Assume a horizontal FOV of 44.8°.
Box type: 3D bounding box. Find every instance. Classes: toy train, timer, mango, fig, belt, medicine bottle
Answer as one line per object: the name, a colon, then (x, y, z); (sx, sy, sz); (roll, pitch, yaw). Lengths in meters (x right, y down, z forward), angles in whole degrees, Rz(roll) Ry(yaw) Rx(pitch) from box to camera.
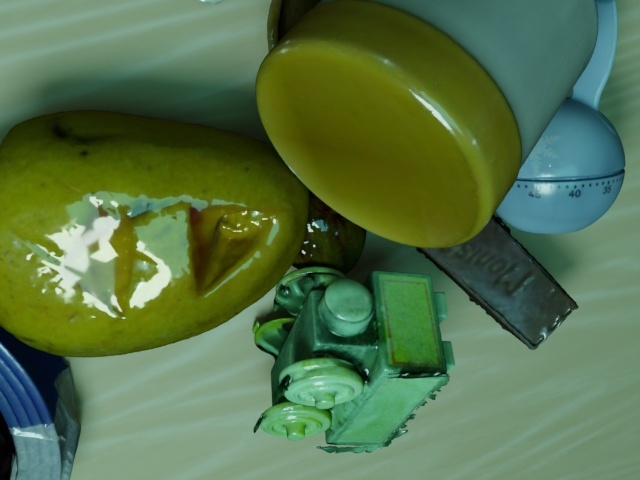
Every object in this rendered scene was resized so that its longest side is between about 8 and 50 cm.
toy train: (0.027, 0.140, 0.900); (0.188, 0.159, 0.271); (5, 144, -14)
timer: (0.265, -0.132, 0.880); (0.175, 0.175, 0.255); (10, 83, -16)
mango: (-0.191, -0.013, 0.793); (0.365, 0.182, 0.252); (-10, 105, -3)
fig: (0.000, 0.000, 0.897); (0.109, 0.103, 0.154); (10, 131, 24)
belt: (-0.407, 0.179, 0.886); (0.213, 0.117, 0.346); (-17, 115, -2)
medicine bottle: (0.099, -0.151, 0.712); (0.238, 0.238, 0.232); (51, 62, -26)

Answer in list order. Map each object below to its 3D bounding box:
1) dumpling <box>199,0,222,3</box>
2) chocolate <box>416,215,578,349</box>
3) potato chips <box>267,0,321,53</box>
dumpling: (-0.076, -0.315, 0.733); (0.127, 0.108, 0.188); (41, 113, -16)
chocolate: (0.172, 0.003, 0.924); (0.112, 0.112, 0.321); (-45, 115, 7)
potato chips: (0.014, -0.193, 0.832); (0.150, 0.049, 0.201); (-42, 115, -11)
